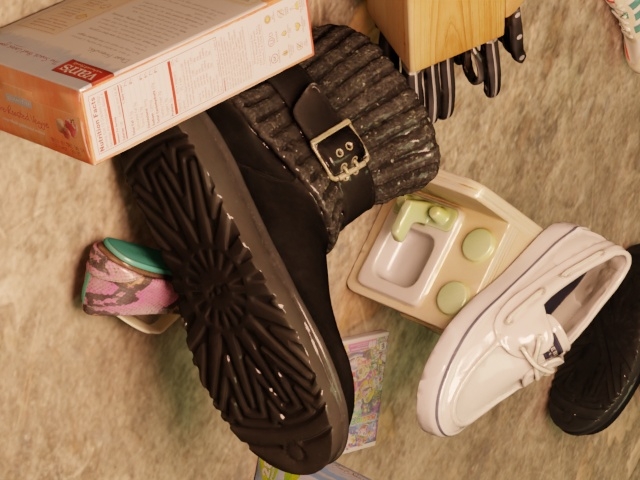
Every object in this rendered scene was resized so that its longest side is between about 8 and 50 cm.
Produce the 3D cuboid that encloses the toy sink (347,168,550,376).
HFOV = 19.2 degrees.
[{"bbox_3d":[0.131,0.026,1.827,0.234,0.153,0.131,33,81,-49],"label":"toy sink"}]

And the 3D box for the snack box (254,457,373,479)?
[{"bbox_3d":[0.002,0.320,1.786,0.070,0.174,0.207,3,103,-44],"label":"snack box"}]

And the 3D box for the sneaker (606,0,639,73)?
[{"bbox_3d":[0.322,-0.252,2.007,0.075,0.057,0.161,-13,117,-25],"label":"sneaker"}]

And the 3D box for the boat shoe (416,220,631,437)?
[{"bbox_3d":[0.188,0.083,1.732,0.258,0.084,0.095,-50,135,-21],"label":"boat shoe"}]

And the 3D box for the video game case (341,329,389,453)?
[{"bbox_3d":[0.029,0.153,1.873,0.087,0.011,0.122,-9,112,-45],"label":"video game case"}]

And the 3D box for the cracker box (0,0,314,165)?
[{"bbox_3d":[-0.141,-0.146,1.465,0.232,0.156,0.067,-29,125,-36],"label":"cracker box"}]

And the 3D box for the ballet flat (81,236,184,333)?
[{"bbox_3d":[-0.118,0.047,1.639,0.222,0.077,0.079,8,118,-43],"label":"ballet flat"}]

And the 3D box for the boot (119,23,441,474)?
[{"bbox_3d":[0.002,-0.002,1.609,0.260,0.131,0.348,-23,94,-43],"label":"boot"}]

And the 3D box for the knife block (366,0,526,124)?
[{"bbox_3d":[0.083,-0.209,1.633,0.276,0.088,0.242,11,126,-47],"label":"knife block"}]

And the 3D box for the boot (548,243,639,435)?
[{"bbox_3d":[0.378,0.151,2.182,0.207,0.094,0.246,43,66,-42],"label":"boot"}]
